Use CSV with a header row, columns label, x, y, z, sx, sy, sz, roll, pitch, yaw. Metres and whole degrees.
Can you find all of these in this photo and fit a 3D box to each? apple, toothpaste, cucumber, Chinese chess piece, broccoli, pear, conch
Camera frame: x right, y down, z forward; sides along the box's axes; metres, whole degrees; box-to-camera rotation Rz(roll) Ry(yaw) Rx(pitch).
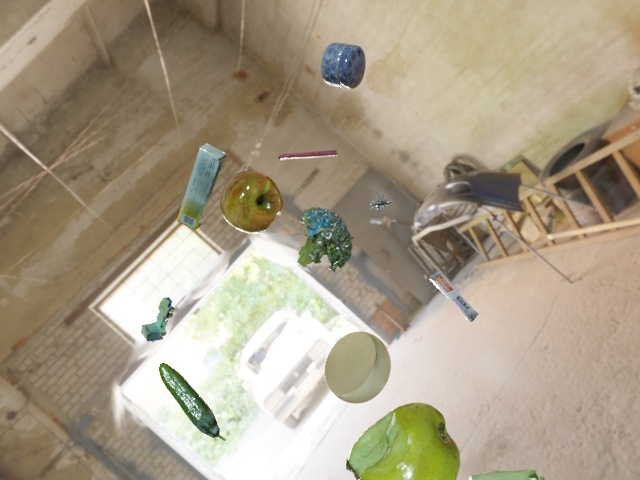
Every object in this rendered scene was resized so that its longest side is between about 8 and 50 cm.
label,x,y,z,sx,sy,sz,roll,pitch,yaw
apple,-0.276,-0.151,1.746,0.246,0.246,0.226,-49,31,-22
toothpaste,-0.429,-0.187,1.575,0.313,0.089,0.071,-62,2,29
cucumber,-0.320,0.403,1.089,0.056,0.250,0.056,-41,-12,-10
Chinese chess piece,0.137,0.471,1.648,0.273,0.102,0.273,-30,39,27
broccoli,0.000,0.000,1.093,0.160,0.167,0.154,-46,1,30
toothpaste,0.429,0.180,1.419,0.040,0.196,0.047,-44,12,-3
pear,0.209,0.523,1.086,0.292,0.159,0.292,-42,12,11
conch,0.553,0.766,1.334,0.250,0.143,0.137,-26,26,18

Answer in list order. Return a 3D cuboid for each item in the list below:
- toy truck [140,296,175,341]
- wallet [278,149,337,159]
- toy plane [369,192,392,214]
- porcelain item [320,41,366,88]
label,x,y,z,sx,sy,sz,roll,pitch,yaw
toy truck,-0.592,0.286,1.602,0.081,0.067,0.175,-3,-56,-54
wallet,-0.053,-0.347,1.797,0.232,0.025,0.119,-6,8,-7
toy plane,0.202,-0.124,1.471,0.031,0.083,0.079,19,-108,-58
porcelain item,0.085,-0.611,1.542,0.147,0.114,0.147,-40,-39,-43
